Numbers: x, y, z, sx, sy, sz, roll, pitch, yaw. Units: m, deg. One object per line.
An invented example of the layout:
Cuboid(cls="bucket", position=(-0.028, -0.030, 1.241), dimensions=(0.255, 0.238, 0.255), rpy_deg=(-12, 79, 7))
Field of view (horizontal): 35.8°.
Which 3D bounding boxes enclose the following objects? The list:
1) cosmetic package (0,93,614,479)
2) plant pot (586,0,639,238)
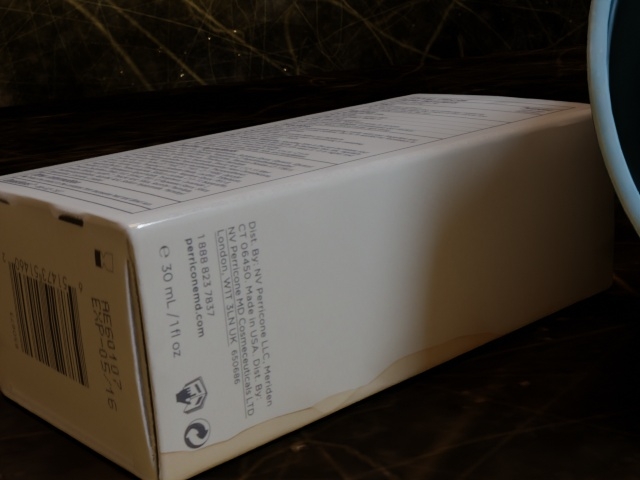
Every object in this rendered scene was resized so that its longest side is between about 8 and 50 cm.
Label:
Cuboid(cls="cosmetic package", position=(0.000, 0.000, 0.515), dimensions=(0.309, 0.113, 0.160), rpy_deg=(-15, 18, -38))
Cuboid(cls="plant pot", position=(0.258, -0.073, 0.473), dimensions=(0.271, 0.272, 0.255), rpy_deg=(-1, 1, 11))
